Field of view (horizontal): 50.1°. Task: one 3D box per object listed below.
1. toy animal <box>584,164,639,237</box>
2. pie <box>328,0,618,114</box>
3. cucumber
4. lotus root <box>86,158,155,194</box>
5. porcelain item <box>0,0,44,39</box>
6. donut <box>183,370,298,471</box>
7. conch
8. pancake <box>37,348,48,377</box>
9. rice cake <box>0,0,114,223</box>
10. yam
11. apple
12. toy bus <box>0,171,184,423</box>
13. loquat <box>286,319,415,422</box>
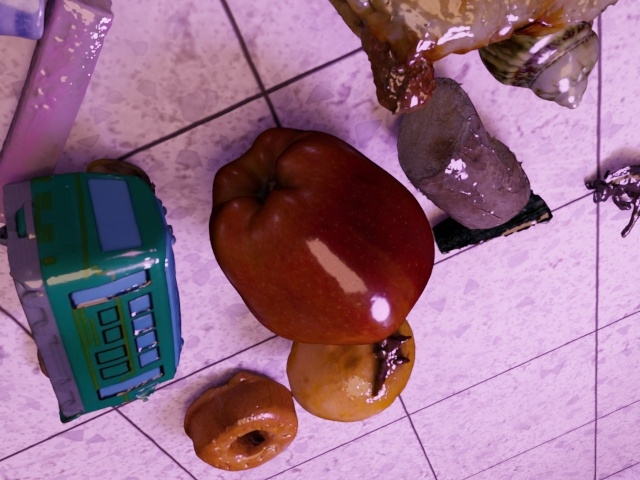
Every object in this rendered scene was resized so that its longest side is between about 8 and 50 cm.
[{"bbox_3d":[0.607,-0.098,1.264,0.233,0.084,0.148,-18,135,-1],"label":"toy animal"},{"bbox_3d":[0.169,-0.384,0.725,0.418,0.180,0.395,-31,120,4],"label":"pie"},{"bbox_3d":[0.289,-0.034,1.191,0.193,0.115,0.085,-26,94,8],"label":"cucumber"},{"bbox_3d":[-0.267,-0.079,0.925,0.099,0.054,0.049,14,147,-30],"label":"lotus root"},{"bbox_3d":[-0.407,-0.243,0.656,0.259,0.141,0.141,-6,134,-31],"label":"porcelain item"},{"bbox_3d":[-0.153,0.362,1.359,0.227,0.113,0.226,-14,136,-14],"label":"donut"},{"bbox_3d":[0.296,-0.268,0.912,0.182,0.187,0.124,32,76,-4],"label":"conch"},{"bbox_3d":[-0.354,0.182,1.142,0.242,0.050,0.241,-11,134,-12],"label":"pancake"},{"bbox_3d":[-0.332,-0.153,0.825,0.073,0.056,0.365,13,126,-35],"label":"rice cake"},{"bbox_3d":[0.214,-0.114,1.035,0.154,0.154,0.254,-37,139,14],"label":"yam"},{"bbox_3d":[0.000,0.000,0.963,0.288,0.288,0.317,-35,126,11],"label":"apple"},{"bbox_3d":[-0.291,0.076,0.916,0.200,0.183,0.343,-12,141,-18],"label":"toy bus"},{"bbox_3d":[0.058,0.207,1.215,0.244,0.243,0.243,-12,135,-12],"label":"loquat"}]
